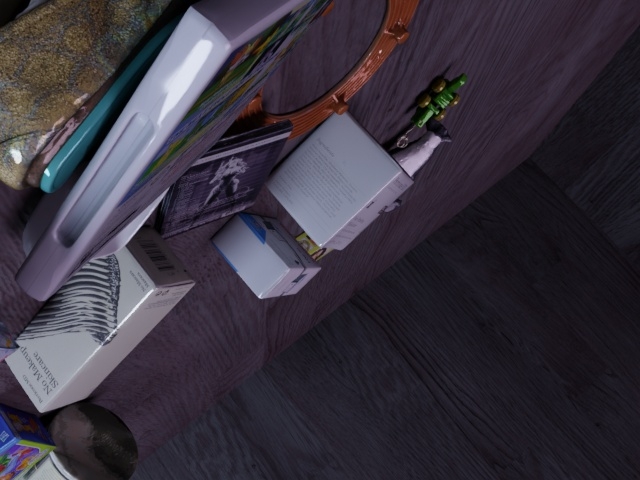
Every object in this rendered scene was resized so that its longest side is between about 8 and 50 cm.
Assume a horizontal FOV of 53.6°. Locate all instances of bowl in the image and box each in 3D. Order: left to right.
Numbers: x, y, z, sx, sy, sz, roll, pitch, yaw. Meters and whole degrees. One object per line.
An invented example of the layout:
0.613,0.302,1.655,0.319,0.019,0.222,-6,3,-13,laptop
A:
-0.251,-0.037,0.694,0.142,0.053,0.142,-47,167,25,bowl

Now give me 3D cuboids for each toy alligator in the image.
0.216,-0.267,1.274,0.189,0.056,0.051,-45,-153,21,toy alligator

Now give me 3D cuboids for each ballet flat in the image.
-0.113,-0.187,0.429,0.348,0.123,0.123,-50,170,-13,ballet flat

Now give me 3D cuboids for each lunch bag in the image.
-0.424,0.134,0.776,0.071,0.053,0.083,-37,176,-7,lunch bag

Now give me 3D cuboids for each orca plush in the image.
0.138,-0.167,1.381,0.151,0.102,0.287,35,96,-31,orca plush

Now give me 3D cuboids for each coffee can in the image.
-0.545,0.503,1.326,0.275,0.201,0.201,-45,166,19,coffee can

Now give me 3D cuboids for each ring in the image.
0.013,-0.236,0.833,0.336,0.032,0.336,-38,168,-10,ring

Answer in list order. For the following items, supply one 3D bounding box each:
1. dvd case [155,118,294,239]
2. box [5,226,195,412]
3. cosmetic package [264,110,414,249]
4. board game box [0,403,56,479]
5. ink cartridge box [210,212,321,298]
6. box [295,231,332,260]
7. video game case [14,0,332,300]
-0.140,-0.079,0.877,0.164,0.018,0.221,-23,165,-30,dvd case
-0.311,0.110,0.887,0.275,0.113,0.094,-46,166,17,box
0.036,-0.100,1.079,0.184,0.151,0.151,-43,168,10,cosmetic package
-0.640,0.417,1.045,0.347,0.078,0.233,-37,167,-17,board game box
-0.094,0.028,1.163,0.082,0.139,0.191,-45,167,12,ink cartridge box
0.000,0.000,1.525,0.232,0.058,0.087,-34,166,-29,box
-0.098,-0.122,0.551,0.300,0.036,0.329,-41,-169,36,video game case
